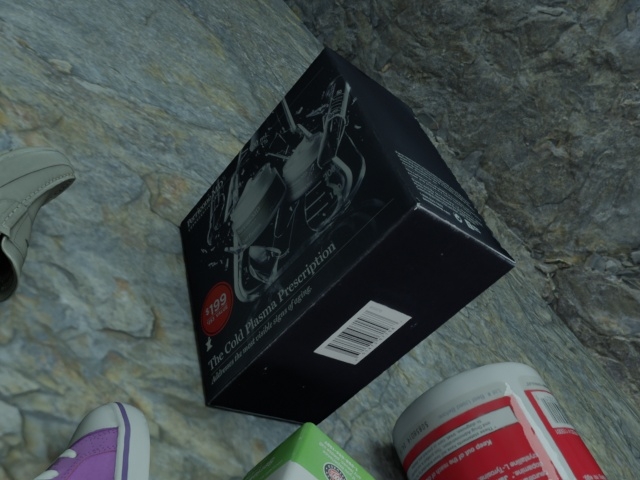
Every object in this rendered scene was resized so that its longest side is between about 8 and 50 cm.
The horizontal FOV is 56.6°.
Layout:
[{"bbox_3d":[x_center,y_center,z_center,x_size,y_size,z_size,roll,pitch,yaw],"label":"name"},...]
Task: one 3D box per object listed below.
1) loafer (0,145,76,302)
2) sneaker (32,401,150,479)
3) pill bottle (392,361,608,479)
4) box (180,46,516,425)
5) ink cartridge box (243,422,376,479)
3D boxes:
[{"bbox_3d":[-0.315,0.009,0.531,0.111,0.112,0.319,45,31,-12],"label":"loafer"},{"bbox_3d":[-0.215,0.199,0.388,0.161,0.102,0.282,33,26,-19],"label":"sneaker"},{"bbox_3d":[0.264,0.373,0.719,0.229,0.229,0.407,22,33,-42],"label":"pill bottle"},{"bbox_3d":[0.000,0.000,0.751,0.179,0.343,0.312,25,30,-37],"label":"box"},{"bbox_3d":[-0.006,0.325,0.501,0.198,0.115,0.273,43,24,-3],"label":"ink cartridge box"}]
